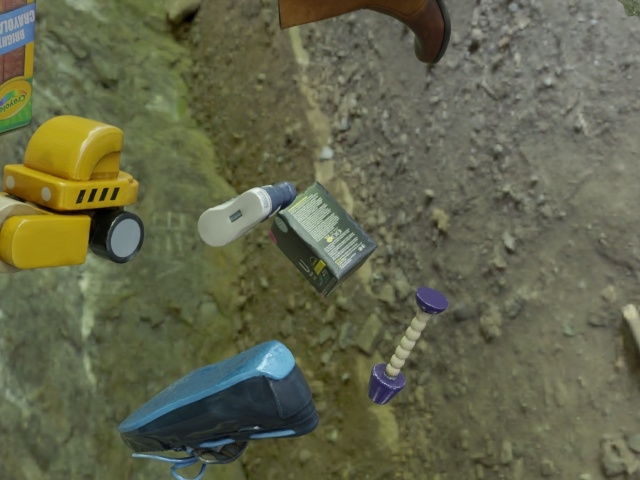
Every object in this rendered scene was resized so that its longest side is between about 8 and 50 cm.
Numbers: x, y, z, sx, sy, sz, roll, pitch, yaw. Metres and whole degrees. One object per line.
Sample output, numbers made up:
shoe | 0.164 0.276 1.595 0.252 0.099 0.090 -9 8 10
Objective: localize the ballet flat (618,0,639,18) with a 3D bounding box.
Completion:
ballet flat | 0.350 -0.456 0.910 0.409 0.147 0.147 69 157 13

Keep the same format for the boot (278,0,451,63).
boot | 0.071 -0.377 1.280 0.264 0.280 0.096 80 176 -59

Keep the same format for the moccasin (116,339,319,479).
moccasin | -0.137 0.226 0.941 0.342 0.138 0.117 -26 101 49

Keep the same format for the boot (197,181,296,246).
boot | -0.123 -0.043 1.301 0.190 0.086 0.069 -21 91 45

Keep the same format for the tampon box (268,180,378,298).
tampon box | 0.000 0.000 1.387 0.161 0.101 0.120 47 158 7

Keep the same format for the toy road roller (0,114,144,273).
toy road roller | -0.462 -0.089 1.326 0.202 0.329 0.241 16 104 31

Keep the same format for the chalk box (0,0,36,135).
chalk box | -0.296 -0.139 0.552 0.132 0.132 0.213 -46 -29 -60

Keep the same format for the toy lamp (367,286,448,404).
toy lamp | 0.170 0.224 1.600 0.080 0.080 0.275 -114 40 -55
